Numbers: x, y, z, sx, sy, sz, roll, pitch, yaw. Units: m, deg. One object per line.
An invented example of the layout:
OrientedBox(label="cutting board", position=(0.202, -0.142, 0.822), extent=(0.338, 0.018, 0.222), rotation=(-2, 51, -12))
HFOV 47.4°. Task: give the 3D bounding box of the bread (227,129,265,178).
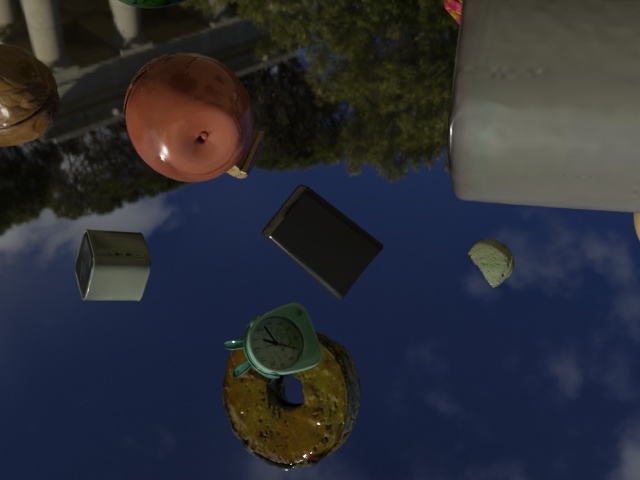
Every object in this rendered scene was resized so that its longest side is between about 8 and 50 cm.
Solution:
OrientedBox(label="bread", position=(-0.221, -0.230, 2.055), extent=(0.067, 0.119, 0.192), rotation=(44, -138, -22))

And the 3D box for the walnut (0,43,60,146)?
OrientedBox(label="walnut", position=(-0.523, -0.236, 1.187), extent=(0.207, 0.167, 0.167), rotation=(1, -141, 18))

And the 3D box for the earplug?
OrientedBox(label="earplug", position=(0.355, -0.178, 0.808), extent=(0.393, 0.313, 0.313), rotation=(7, -140, 17))

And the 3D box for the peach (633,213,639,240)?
OrientedBox(label="peach", position=(0.526, -0.031, 0.992), extent=(0.184, 0.184, 0.184), rotation=(3, -139, -2))

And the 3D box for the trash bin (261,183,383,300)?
OrientedBox(label="trash bin", position=(0.000, 0.000, 1.673), extent=(0.225, 0.165, 0.115), rotation=(39, 178, -17))

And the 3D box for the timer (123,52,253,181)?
OrientedBox(label="timer", position=(-0.237, -0.224, 1.321), extent=(0.229, 0.230, 0.215), rotation=(-12, -144, -19))

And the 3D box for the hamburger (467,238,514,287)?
OrientedBox(label="hamburger", position=(0.402, 0.045, 1.675), extent=(0.054, 0.084, 0.121), rotation=(32, -156, -44))

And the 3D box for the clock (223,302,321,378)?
OrientedBox(label="clock", position=(-0.071, 0.154, 1.075), extent=(0.135, 0.041, 0.101), rotation=(-14, -103, -24))

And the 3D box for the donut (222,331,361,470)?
OrientedBox(label="donut", position=(-0.041, 0.270, 1.300), extent=(0.272, 0.272, 0.107), rotation=(36, -163, 31))

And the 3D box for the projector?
OrientedBox(label="projector", position=(-0.297, 0.035, 1.038), extent=(0.082, 0.083, 0.083), rotation=(4, -143, -32))

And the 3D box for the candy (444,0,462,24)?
OrientedBox(label="candy", position=(0.299, -0.326, 1.265), extent=(0.124, 0.124, 0.366), rotation=(-5, -107, -11))

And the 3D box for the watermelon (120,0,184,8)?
OrientedBox(label="watermelon", position=(-0.251, -0.465, 1.068), extent=(0.242, 0.242, 0.242), rotation=(3, -139, -2))
